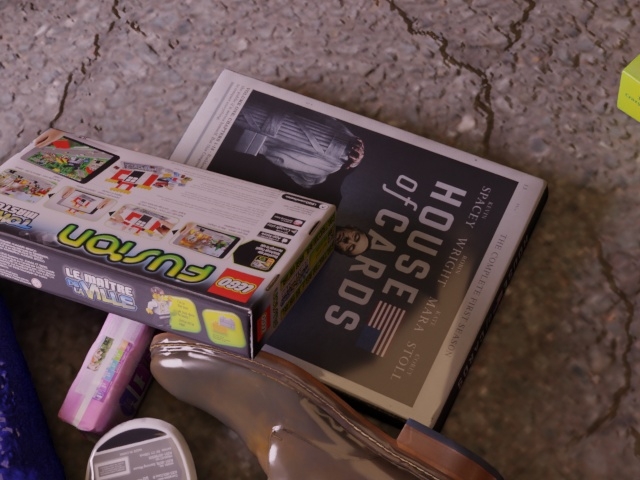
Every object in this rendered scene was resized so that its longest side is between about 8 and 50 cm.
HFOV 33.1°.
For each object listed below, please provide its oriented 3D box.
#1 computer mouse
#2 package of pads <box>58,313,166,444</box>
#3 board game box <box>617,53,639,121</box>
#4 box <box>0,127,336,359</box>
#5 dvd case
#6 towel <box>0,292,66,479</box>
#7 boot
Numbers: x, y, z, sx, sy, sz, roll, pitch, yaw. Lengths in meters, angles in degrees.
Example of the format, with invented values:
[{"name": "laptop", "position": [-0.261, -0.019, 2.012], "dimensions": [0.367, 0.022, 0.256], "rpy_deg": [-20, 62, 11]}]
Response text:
[{"name": "computer mouse", "position": [-0.085, 0.195, 0.601], "dimensions": [0.106, 0.042, 0.193], "rpy_deg": [-14, 68, 8]}, {"name": "package of pads", "position": [-0.124, 0.082, 0.656], "dimensions": [0.032, 0.050, 0.083], "rpy_deg": [19, 69, 13]}, {"name": "board game box", "position": [0.286, -0.074, 0.666], "dimensions": [0.092, 0.043, 0.181], "rpy_deg": [-43, 65, -12]}, {"name": "box", "position": [-0.107, -0.005, 0.645], "dimensions": [0.207, 0.036, 0.114], "rpy_deg": [16, 39, 19]}, {"name": "dvd case", "position": [0.000, 0.000, 0.688], "dimensions": [0.239, 0.029, 0.179], "rpy_deg": [21, 70, 19]}, {"name": "towel", "position": [-0.290, 0.089, 0.674], "dimensions": [0.228, 0.076, 0.308], "rpy_deg": [-27, 61, 1]}, {"name": "boot", "position": [-0.020, 0.131, 0.597], "dimensions": [0.219, 0.082, 0.106], "rpy_deg": [21, 67, 17]}]
